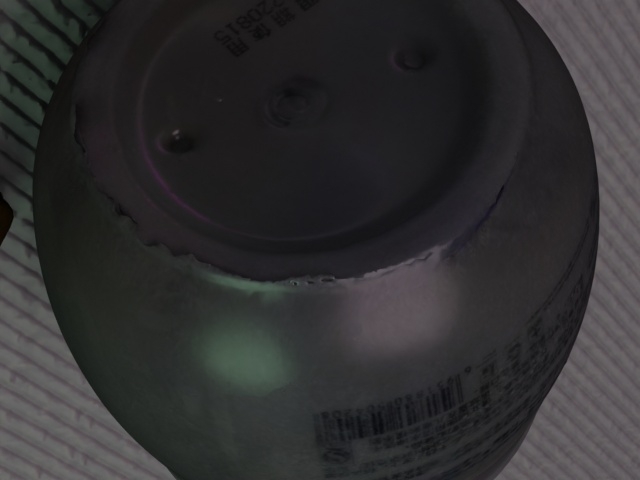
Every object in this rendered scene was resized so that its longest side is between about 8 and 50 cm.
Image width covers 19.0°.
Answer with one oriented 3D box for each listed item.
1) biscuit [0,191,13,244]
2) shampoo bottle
[{"bbox_3d":[-0.284,-0.016,0.877,0.278,0.043,0.301,-27,140,-18],"label":"biscuit"},{"bbox_3d":[0.000,0.000,0.952,0.273,0.273,0.266,-29,150,-15],"label":"shampoo bottle"}]
